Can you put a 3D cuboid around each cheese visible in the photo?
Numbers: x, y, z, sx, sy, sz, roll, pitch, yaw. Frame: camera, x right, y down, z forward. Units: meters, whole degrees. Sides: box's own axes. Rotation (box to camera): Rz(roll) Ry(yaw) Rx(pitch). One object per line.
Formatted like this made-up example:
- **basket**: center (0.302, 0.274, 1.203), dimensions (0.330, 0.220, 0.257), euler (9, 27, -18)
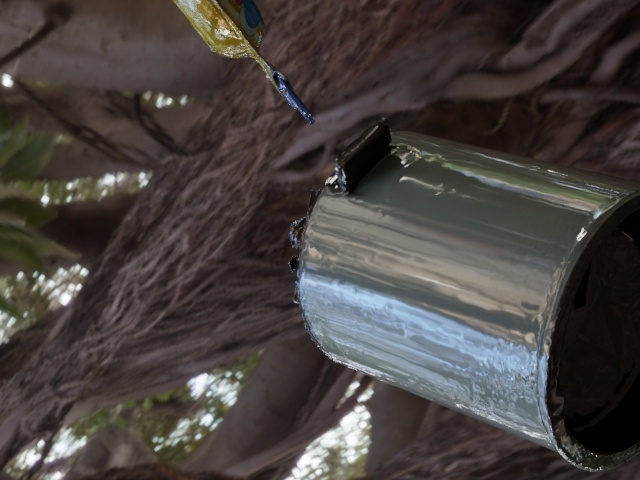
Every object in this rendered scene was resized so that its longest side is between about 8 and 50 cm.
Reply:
- **cheese**: center (-0.096, -0.234, 1.362), dimensions (0.069, 0.177, 0.270), euler (-38, -92, 1)

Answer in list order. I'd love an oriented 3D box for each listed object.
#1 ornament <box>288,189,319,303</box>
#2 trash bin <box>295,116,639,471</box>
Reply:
- **ornament**: center (0.000, 0.000, 1.508), dimensions (0.196, 0.153, 0.166), euler (13, -95, -61)
- **trash bin**: center (0.145, 0.038, 0.997), dimensions (0.217, 0.262, 0.277), euler (-47, -51, -23)
